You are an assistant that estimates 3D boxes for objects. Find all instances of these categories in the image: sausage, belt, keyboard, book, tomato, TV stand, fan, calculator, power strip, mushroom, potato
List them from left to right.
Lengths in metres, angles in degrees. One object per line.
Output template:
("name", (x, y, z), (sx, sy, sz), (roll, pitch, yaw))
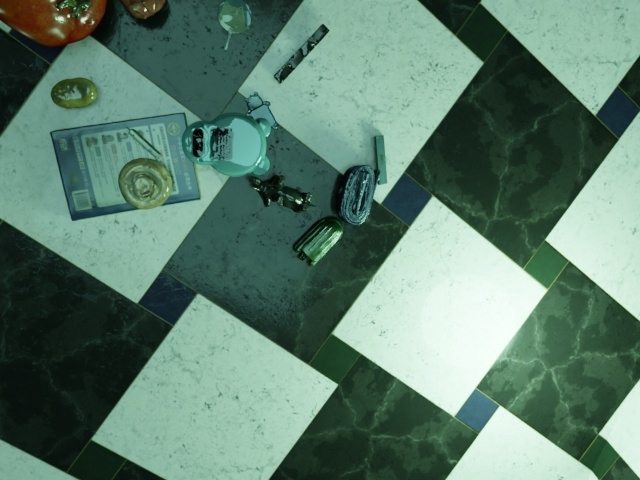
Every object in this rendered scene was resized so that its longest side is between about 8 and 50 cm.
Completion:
("tomato", (-0.794, -0.733, 1.461), (0.289, 0.293, 0.325), (23, 101, 17))
("potato", (-0.775, -0.464, 1.617), (0.137, 0.070, 0.092), (-11, 99, -11))
("book", (-0.633, -0.246, 1.696), (0.427, 0.039, 0.300), (-10, 101, -10))
("sausage", (-0.577, -0.820, 1.560), (0.152, 0.152, 0.280), (-28, 103, -6))
("power strip", (-0.571, -0.317, 1.650), (0.019, 0.051, 0.136), (-44, 104, 5))
("mushroom", (-0.558, -0.182, 1.637), (0.166, 0.127, 0.166), (-4, 103, -18))
("fan", (-0.294, -0.718, 1.707), (0.113, 0.005, 0.176), (14, 94, -14))
("calculator", (-0.207, -0.437, 1.763), (0.094, 0.019, 0.141), (-30, 102, -6))
("TV stand", (-0.066, -0.635, 1.748), (0.036, 0.042, 0.249), (43, 89, -12))
("belt", (0.129, -0.163, 1.817), (0.122, 0.128, 0.218), (14, 95, -13))
("keyboard", (0.220, -0.292, 1.862), (0.055, 0.014, 0.176), (-17, 105, -47))

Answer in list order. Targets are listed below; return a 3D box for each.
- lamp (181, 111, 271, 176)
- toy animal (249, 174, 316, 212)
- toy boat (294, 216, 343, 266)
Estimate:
("lamp", (-0.310, -0.317, 1.693), (0.283, 0.147, 0.210), (-2, 98, -25))
("toy animal", (-0.136, -0.155, 1.758), (0.245, 0.146, 0.115), (34, 85, -16))
("toy boat", (0.000, 0.000, 1.858), (0.210, 0.052, 0.104), (-46, 102, -3))
